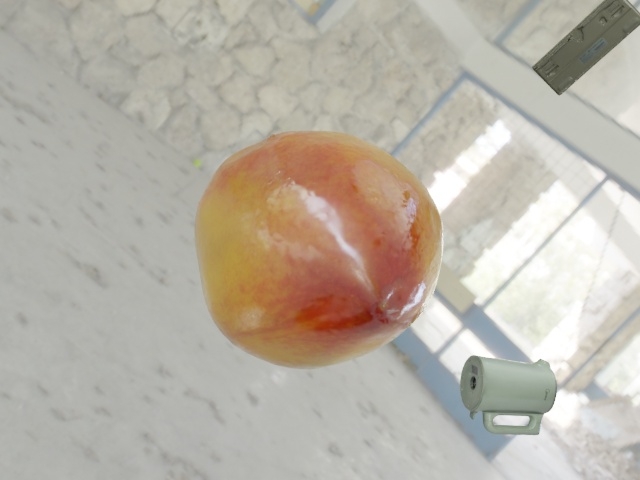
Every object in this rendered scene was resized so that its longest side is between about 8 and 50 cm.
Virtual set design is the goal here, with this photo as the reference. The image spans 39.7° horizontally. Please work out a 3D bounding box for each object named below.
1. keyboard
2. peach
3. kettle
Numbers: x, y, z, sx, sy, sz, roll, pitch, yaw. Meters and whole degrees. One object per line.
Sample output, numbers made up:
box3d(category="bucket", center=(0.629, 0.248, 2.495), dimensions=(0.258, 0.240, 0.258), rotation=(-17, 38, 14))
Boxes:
box3d(category="keyboard", center=(0.309, -0.228, 1.026), dimensions=(0.049, 0.129, 0.015), rotation=(43, 32, -6))
box3d(category="peach", center=(-0.001, 0.004, 1.031), dimensions=(0.289, 0.289, 0.308), rotation=(42, -15, -1))
box3d(category="kettle", center=(0.334, 0.270, 1.564), dimensions=(0.148, 0.127, 0.098), rotation=(8, -28, -15))
